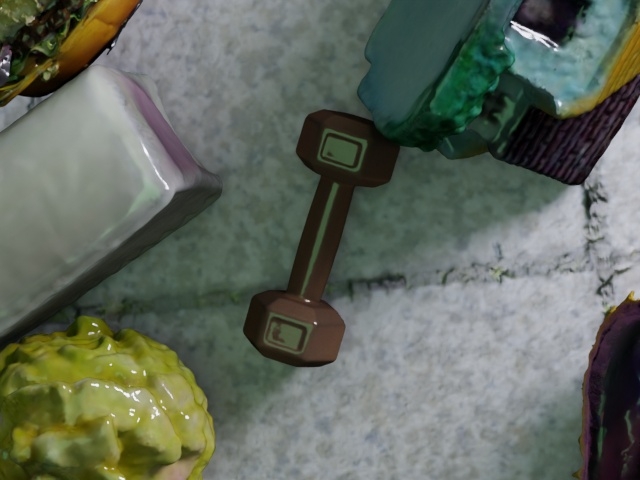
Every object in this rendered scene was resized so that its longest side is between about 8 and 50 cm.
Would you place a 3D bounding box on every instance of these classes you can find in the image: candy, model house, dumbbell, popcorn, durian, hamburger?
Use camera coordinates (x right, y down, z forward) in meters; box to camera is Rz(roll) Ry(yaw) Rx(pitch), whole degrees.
[{"bbox_3d":[-0.273,-0.002,1.583,0.358,0.208,0.145,-34,88,11],"label":"candy"},{"bbox_3d":[0.209,-0.169,1.503,0.248,0.230,0.280,26,102,-18],"label":"model house"},{"bbox_3d":[0.000,0.000,1.600,0.092,0.082,0.231,18,98,9],"label":"dumbbell"},{"bbox_3d":[-0.208,0.196,1.595,0.259,0.212,0.259,0,90,13],"label":"popcorn"},{"bbox_3d":[0.312,0.178,1.545,0.186,0.154,0.260,19,98,-13],"label":"durian"},{"bbox_3d":[-0.243,-0.233,1.542,0.138,0.262,0.243,40,96,-28],"label":"hamburger"}]
